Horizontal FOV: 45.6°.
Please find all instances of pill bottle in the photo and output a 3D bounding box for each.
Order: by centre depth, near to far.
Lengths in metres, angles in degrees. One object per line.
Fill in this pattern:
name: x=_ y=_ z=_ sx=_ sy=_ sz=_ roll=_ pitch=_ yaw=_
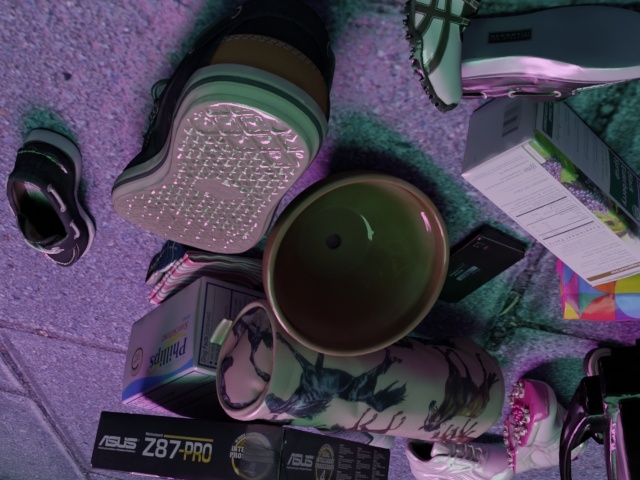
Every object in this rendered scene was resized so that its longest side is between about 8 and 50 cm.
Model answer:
pill bottle: x=0.059 y=0.341 z=1.453 sx=0.108 sy=0.108 sz=0.180 roll=-17 pitch=134 yaw=38

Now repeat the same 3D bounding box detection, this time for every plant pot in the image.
plant pot: x=0.034 y=0.018 z=0.962 sx=0.237 sy=0.237 sz=0.110 roll=36 pitch=-176 yaw=-26

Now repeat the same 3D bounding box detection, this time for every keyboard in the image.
keyboard: x=0.187 y=0.032 z=1.044 sx=0.108 sy=0.023 sz=0.180 roll=20 pitch=145 yaw=-17

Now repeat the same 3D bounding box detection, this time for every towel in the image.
towel: x=-0.174 y=0.070 z=1.190 sx=0.144 sy=0.029 sz=0.197 roll=8 pitch=152 yaw=-28

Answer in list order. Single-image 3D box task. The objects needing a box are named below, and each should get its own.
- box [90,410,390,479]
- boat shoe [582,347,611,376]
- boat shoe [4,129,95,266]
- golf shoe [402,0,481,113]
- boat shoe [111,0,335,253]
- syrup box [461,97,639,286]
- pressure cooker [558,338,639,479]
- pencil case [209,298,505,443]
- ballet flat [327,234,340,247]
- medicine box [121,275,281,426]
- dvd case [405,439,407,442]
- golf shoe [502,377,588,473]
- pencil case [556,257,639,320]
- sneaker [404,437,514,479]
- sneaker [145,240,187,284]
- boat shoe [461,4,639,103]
box: x=-0.107 y=0.343 z=1.200 sx=0.318 sy=0.097 sz=0.395 roll=0 pitch=162 yaw=28
boat shoe: x=0.470 y=0.244 z=1.181 sx=0.233 sy=0.084 sz=0.079 roll=41 pitch=164 yaw=-24
boat shoe: x=-0.405 y=-0.036 z=1.121 sx=0.114 sy=0.091 sz=0.302 roll=15 pitch=146 yaw=2
golf shoe: x=0.114 y=-0.206 z=0.647 sx=0.094 sy=0.077 sz=0.198 roll=-8 pitch=117 yaw=13
boat shoe: x=-0.116 y=-0.104 z=0.866 sx=0.187 sy=0.155 sz=0.500 roll=22 pitch=157 yaw=-16
syrup box: x=0.267 y=-0.056 z=0.822 sx=0.237 sy=0.093 sz=0.096 roll=35 pitch=141 yaw=-25
pressure cooker: x=0.516 y=0.293 z=0.939 sx=0.421 sy=0.369 sz=0.375 roll=-8 pitch=165 yaw=19
pencil case: x=0.055 y=0.191 z=1.088 sx=0.411 sy=0.159 sz=0.183 roll=13 pitch=-173 yaw=-28
ballet flat: x=0.000 y=0.000 z=1.056 sx=0.114 sy=0.041 sz=0.041 roll=-11 pitch=137 yaw=33
medicine box: x=-0.133 y=0.197 z=1.240 sx=0.289 sy=0.149 sz=0.263 roll=20 pitch=148 yaw=-30
dvd case: x=0.236 y=0.414 z=1.570 sx=0.087 sy=0.013 sz=0.119 roll=19 pitch=146 yaw=-5
golf shoe: x=0.390 y=0.312 z=1.298 sx=0.140 sy=0.115 sz=0.306 roll=-2 pitch=149 yaw=7
pencil case: x=0.402 y=0.046 z=0.913 sx=0.237 sy=0.104 sz=0.104 roll=0 pitch=143 yaw=22
sneaker: x=0.267 y=0.426 z=1.489 sx=0.232 sy=0.090 sz=0.115 roll=-9 pitch=134 yaw=29
sneaker: x=-0.230 y=0.039 z=1.204 sx=0.058 sy=0.052 sz=0.135 roll=20 pitch=154 yaw=-23
boat shoe: x=0.205 y=-0.162 z=0.715 sx=0.229 sy=0.080 sz=0.076 roll=1 pitch=149 yaw=22
